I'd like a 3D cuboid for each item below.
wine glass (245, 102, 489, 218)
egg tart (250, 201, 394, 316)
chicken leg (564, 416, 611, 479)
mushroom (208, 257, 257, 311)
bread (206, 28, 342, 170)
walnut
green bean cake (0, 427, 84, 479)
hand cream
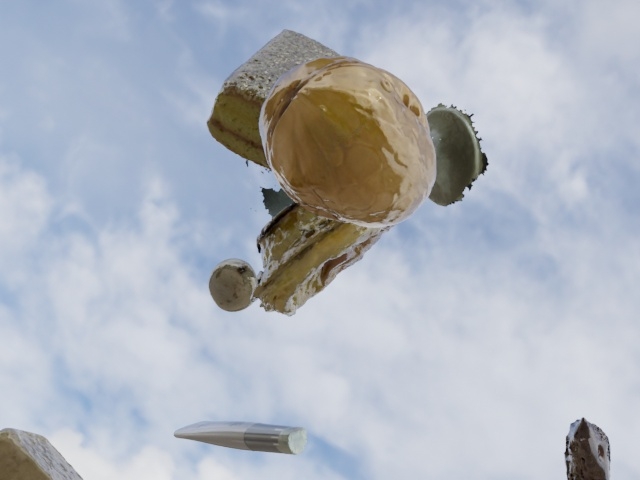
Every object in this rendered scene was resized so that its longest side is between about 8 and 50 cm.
[{"bbox_3d":[0.074,-0.117,1.718,0.190,0.357,0.190,20,-66,56],"label":"wine glass"},{"bbox_3d":[0.000,0.000,1.355,0.106,0.241,0.241,51,-40,8],"label":"egg tart"},{"bbox_3d":[0.340,0.315,1.389,0.063,0.105,0.234,-4,-77,4],"label":"chicken leg"},{"bbox_3d":[-0.132,0.070,1.723,0.085,0.079,0.085,0,-91,22],"label":"mushroom"},{"bbox_3d":[-0.031,-0.180,1.488,0.184,0.234,0.110,27,-56,8],"label":"bread"},{"bbox_3d":[0.030,-0.094,1.075,0.159,0.159,0.206,-7,-28,39],"label":"walnut"},{"bbox_3d":[-0.309,0.300,1.232,0.179,0.085,0.109,42,-4,17],"label":"green bean cake"},{"bbox_3d":[-0.135,0.328,1.843,0.255,0.079,0.048,-1,-88,37],"label":"hand cream"}]
